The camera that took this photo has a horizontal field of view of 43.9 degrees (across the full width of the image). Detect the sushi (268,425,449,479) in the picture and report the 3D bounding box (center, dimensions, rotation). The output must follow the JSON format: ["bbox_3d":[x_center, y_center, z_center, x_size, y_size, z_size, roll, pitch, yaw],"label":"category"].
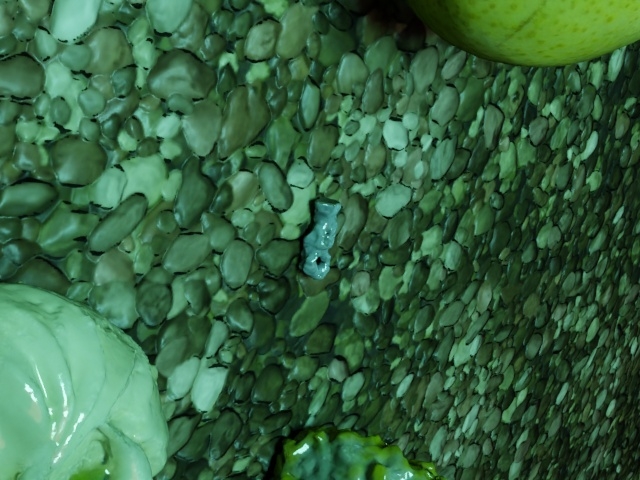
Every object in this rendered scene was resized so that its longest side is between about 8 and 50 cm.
[{"bbox_3d":[0.049,0.416,0.787,0.397,0.351,0.240,-54,139,-15],"label":"sushi"}]

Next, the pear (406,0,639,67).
[{"bbox_3d":[0.188,-0.291,0.627,0.314,0.314,0.315,-24,126,-38],"label":"pear"}]

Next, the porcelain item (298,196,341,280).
[{"bbox_3d":[0.000,0.000,0.769,0.036,0.028,0.083,-13,120,-46],"label":"porcelain item"}]

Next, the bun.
[{"bbox_3d":[-0.206,0.156,0.532,0.259,0.160,0.259,-25,129,-35],"label":"bun"}]
